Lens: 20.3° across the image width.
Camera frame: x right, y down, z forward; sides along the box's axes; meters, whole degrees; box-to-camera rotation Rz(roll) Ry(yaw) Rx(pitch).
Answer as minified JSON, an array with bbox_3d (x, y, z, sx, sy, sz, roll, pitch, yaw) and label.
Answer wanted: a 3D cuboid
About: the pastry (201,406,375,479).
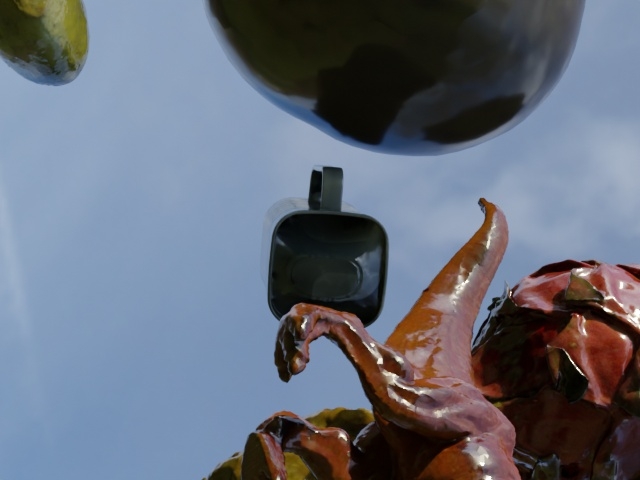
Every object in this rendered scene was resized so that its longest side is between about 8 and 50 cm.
[{"bbox_3d":[0.014,0.240,1.283,0.240,0.132,0.235,38,-45,13],"label":"pastry"}]

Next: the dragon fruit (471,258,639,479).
[{"bbox_3d":[0.243,0.125,1.603,0.244,0.298,0.244,180,-90,-72],"label":"dragon fruit"}]

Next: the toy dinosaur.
[{"bbox_3d":[0.051,0.099,1.064,0.097,0.208,0.432,-45,-144,43],"label":"toy dinosaur"}]

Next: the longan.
[{"bbox_3d":[0.074,-0.250,1.479,0.361,0.361,0.361,-4,-95,56],"label":"longan"}]

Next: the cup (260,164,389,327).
[{"bbox_3d":[0.000,0.000,1.464,0.129,0.095,0.128,-132,-135,-78],"label":"cup"}]

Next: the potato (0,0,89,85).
[{"bbox_3d":[-0.214,-0.197,1.255,0.105,0.085,0.188,-159,-134,-80],"label":"potato"}]
